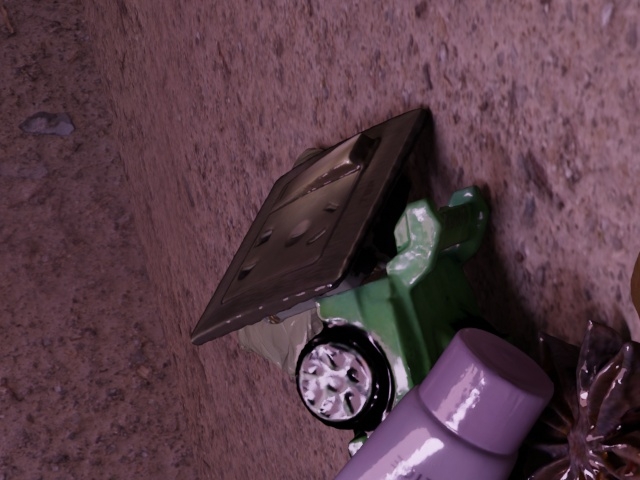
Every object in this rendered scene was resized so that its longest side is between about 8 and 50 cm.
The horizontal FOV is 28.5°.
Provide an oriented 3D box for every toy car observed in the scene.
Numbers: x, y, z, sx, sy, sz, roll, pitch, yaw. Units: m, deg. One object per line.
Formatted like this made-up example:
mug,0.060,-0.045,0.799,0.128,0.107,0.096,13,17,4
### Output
toy car,0.107,0.147,1.159,0.213,0.176,0.358,-12,-97,-64

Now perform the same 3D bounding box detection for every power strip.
power strip,0.002,0.000,1.304,0.257,0.092,0.251,-25,35,48

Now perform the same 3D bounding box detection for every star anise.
star anise,0.216,0.173,0.999,0.262,0.081,0.230,111,145,-42

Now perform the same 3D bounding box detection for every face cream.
face cream,0.080,0.203,1.030,0.273,0.154,0.096,-60,2,17

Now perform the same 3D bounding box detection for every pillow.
pillow,-0.022,0.018,1.517,0.274,0.076,0.280,12,85,70

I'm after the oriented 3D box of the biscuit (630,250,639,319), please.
biscuit,0.288,0.126,0.809,0.183,0.047,0.319,118,137,-68
